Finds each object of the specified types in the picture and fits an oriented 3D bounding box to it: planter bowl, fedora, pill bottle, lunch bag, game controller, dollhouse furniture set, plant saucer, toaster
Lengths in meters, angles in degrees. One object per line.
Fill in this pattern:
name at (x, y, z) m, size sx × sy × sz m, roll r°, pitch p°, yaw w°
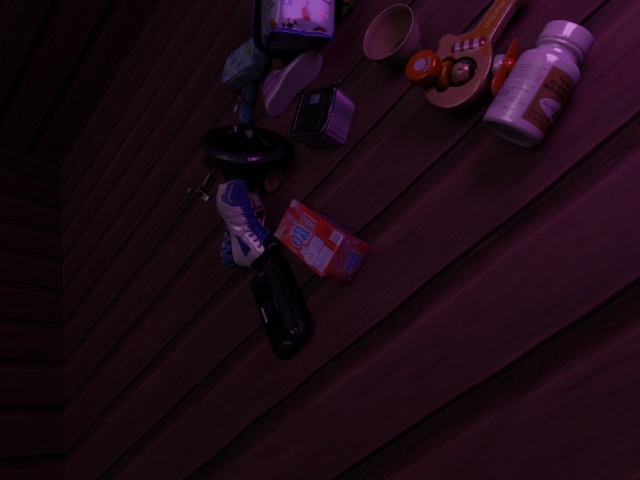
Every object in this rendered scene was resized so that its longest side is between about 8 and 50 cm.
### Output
planter bowl at (0.217, -0.557, 1.250) m, size 0.162 × 0.109 × 0.161 m, roll -16°, pitch 65°, yaw 38°
fedora at (-0.263, -0.285, 1.546) m, size 0.334 × 0.334 × 0.152 m, roll 41°, pitch 137°, yaw 44°
pill bottle at (0.455, -0.323, 0.924) m, size 0.131 × 0.131 × 0.229 m, roll 38°, pitch 102°, yaw 44°
lunch bag at (-0.305, -0.723, 1.815) m, size 0.219 × 0.090 × 0.175 m, roll -14°, pitch 63°, yaw 41°
game controller at (-0.130, 0.196, 1.354) m, size 0.166 × 0.067 × 0.319 m, roll -56°, pitch 44°, yaw 33°
dollhouse furniture set at (-0.465, -0.217, 1.804) m, size 0.081 × 0.091 × 0.114 m, roll 37°, pitch 99°, yaw 29°
lunch bag at (-0.103, -0.811, 1.501) m, size 0.385 × 0.239 × 0.327 m, roll -142°, pitch 55°, yaw -71°
plant saucer at (-0.163, -0.209, 1.551) m, size 0.084 × 0.015 × 0.083 m, roll -17°, pitch 63°, yaw 38°
toaster at (0.009, -0.388, 1.385) m, size 0.186 × 0.110 × 0.167 m, roll 6°, pitch 80°, yaw 45°

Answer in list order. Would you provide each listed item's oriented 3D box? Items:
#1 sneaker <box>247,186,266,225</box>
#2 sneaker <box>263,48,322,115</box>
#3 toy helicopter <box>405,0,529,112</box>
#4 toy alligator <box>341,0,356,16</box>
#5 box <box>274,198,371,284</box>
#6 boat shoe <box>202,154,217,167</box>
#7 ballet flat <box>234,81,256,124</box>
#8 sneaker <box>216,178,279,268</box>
sneaker at (-0.219, -0.111, 1.537) m, size 0.086 × 0.064 × 0.192 m, roll -7°, pitch 77°, yaw 42°
sneaker at (-0.117, -0.600, 1.592) m, size 0.282 × 0.102 × 0.161 m, roll -38°, pitch 49°, yaw 28°
toy helicopter at (0.387, -0.460, 1.039) m, size 0.235 × 0.140 × 0.355 m, roll 42°, pitch 102°, yaw 41°
toy alligator at (0.098, -0.839, 1.510) m, size 0.052 × 0.056 × 0.189 m, roll 2°, pitch 71°, yaw 1°
box at (0.000, 0.000, 1.244) m, size 0.257 × 0.123 × 0.128 m, roll 37°, pitch 101°, yaw 44°
boat shoe at (-0.432, -0.351, 1.840) m, size 0.153 × 0.048 × 0.056 m, roll -27°, pitch 103°, yaw 39°
ballet flat at (-0.303, -0.538, 1.766) m, size 0.074 × 0.074 × 0.203 m, roll -11°, pitch 62°, yaw 41°
sneaker at (-0.222, -0.038, 1.434) m, size 0.182 × 0.127 × 0.315 m, roll 12°, pitch 118°, yaw 24°
